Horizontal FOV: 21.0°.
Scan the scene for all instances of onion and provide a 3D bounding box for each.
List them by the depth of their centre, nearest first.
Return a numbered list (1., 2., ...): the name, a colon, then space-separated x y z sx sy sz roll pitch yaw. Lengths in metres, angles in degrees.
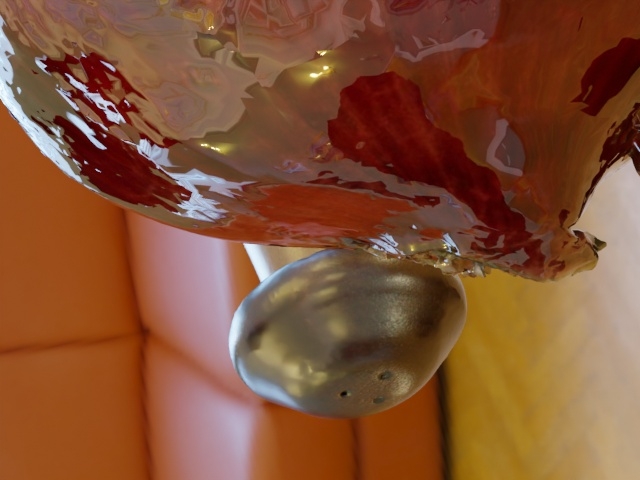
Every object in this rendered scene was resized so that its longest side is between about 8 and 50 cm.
1. onion: 0.014 -0.074 0.482 0.248 0.248 0.161 128 153 -57

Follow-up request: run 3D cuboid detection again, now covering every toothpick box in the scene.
1. toothpick box: 0.000 0.000 1.401 0.192 0.192 0.294 114 146 -50
